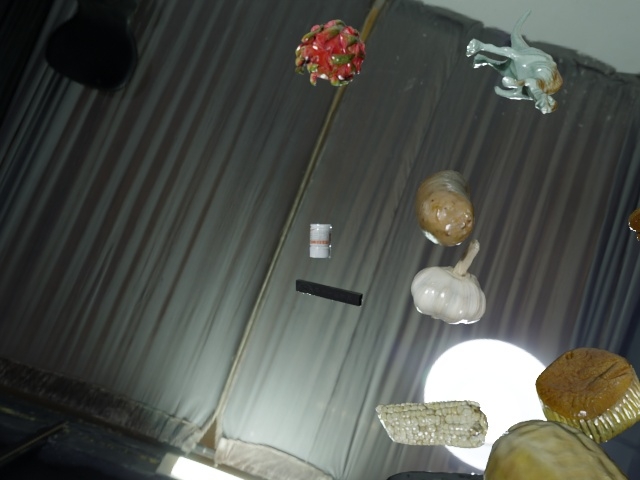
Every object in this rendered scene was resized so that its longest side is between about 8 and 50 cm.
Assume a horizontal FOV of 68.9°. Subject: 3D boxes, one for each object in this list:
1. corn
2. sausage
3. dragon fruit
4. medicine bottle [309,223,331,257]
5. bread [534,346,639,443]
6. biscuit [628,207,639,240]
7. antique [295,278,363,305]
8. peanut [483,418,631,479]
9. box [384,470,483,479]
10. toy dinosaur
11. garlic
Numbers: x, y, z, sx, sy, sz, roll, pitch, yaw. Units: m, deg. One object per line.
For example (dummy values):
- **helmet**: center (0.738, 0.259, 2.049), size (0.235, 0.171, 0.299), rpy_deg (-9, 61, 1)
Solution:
- **corn**: center (0.202, 0.342, 0.865), size (0.210, 0.087, 0.087), rpy_deg (-10, 162, 19)
- **sausage**: center (0.299, -0.100, 1.123), size (0.136, 0.123, 0.501), rpy_deg (23, -161, 10)
- **dragon fruit**: center (0.017, -0.478, 1.206), size (0.171, 0.160, 0.166), rpy_deg (-1, 151, -31)
- **medicine bottle**: center (0.000, 0.000, 1.237), size (0.057, 0.089, 0.057), rpy_deg (2, -177, 0)
- **bread**: center (0.725, 0.413, 1.261), size (0.142, 0.253, 0.227), rpy_deg (57, 175, -19)
- **biscuit**: center (0.937, -0.041, 1.302), size (0.124, 0.026, 0.175), rpy_deg (-5, 138, 42)
- **antique**: center (0.017, 0.126, 1.138), size (0.192, 0.031, 0.015), rpy_deg (9, -167, 35)
- **peanut**: center (0.212, 0.245, 0.380), size (0.129, 0.129, 0.224), rpy_deg (22, -167, -5)
- **box**: center (0.159, 0.368, 0.569), size (0.212, 0.201, 0.042), rpy_deg (4, -161, -2)
- **toy dinosaur**: center (0.424, -0.392, 1.013), size (0.205, 0.393, 0.092), rpy_deg (20, 137, 13)
- **garlic**: center (0.339, 0.093, 1.197), size (0.199, 0.226, 0.199), rpy_deg (14, -158, -6)
